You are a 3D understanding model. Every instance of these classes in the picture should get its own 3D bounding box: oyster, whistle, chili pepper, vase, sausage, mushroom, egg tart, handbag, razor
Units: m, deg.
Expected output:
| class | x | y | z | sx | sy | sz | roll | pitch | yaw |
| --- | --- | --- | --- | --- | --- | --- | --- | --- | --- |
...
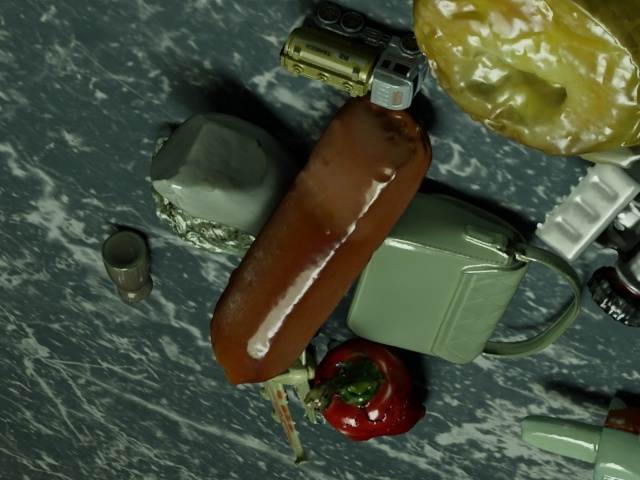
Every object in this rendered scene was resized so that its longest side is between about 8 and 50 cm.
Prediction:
| class | x | y | z | sx | sy | sz | roll | pitch | yaw |
| --- | --- | --- | --- | --- | --- | --- | --- | --- | --- |
| oyster | -0.104 | -0.044 | 1.977 | 0.125 | 0.064 | 0.177 | -4 | 133 | 20 |
| whistle | 0.338 | 0.227 | 2.034 | 0.253 | 0.106 | 0.101 | 11 | 120 | 13 |
| chili pepper | 0.057 | 0.170 | 2.086 | 0.110 | 0.110 | 0.387 | 19 | 173 | 13 |
| vase | -0.220 | 0.032 | 2.210 | 0.053 | 0.053 | 0.100 | 19 | 156 | 13 |
| sausage | 0.000 | -0.001 | 1.805 | 0.097 | 0.094 | 0.348 | 48 | 122 | 22 |
| mushroom | -0.059 | -0.037 | 1.888 | 0.103 | 0.118 | 0.270 | 24 | 168 | 45 |
| egg tart | 0.181 | -0.166 | 1.411 | 0.341 | 0.129 | 0.341 | 24 | 147 | 17 |
| handbag | 0.146 | 0.047 | 1.911 | 0.219 | 0.079 | 0.256 | 17 | 153 | 0 |
| razor | 0.016 | 0.181 | 2.292 | 0.084 | 0.036 | 0.211 | 17 | 152 | 11 |

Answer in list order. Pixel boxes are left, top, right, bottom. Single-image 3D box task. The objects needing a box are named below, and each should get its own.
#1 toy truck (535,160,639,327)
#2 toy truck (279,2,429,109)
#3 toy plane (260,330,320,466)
| class | x | y | z | sx | sy | sz | roll | pitch | yaw |
| --- | --- | --- | --- | --- | --- | --- | --- | --- | --- |
| toy truck | 0.332 | 0.030 | 1.676 | 0.286 | 0.111 | 0.136 | 37 | 120 | -4 |
| toy truck | 0.030 | -0.156 | 1.656 | 0.123 | 0.063 | 0.052 | 21 | 152 | 9 |
| toy plane | -0.047 | 0.133 | 2.159 | 0.092 | 0.229 | 0.244 | -10 | -172 | -13 |
